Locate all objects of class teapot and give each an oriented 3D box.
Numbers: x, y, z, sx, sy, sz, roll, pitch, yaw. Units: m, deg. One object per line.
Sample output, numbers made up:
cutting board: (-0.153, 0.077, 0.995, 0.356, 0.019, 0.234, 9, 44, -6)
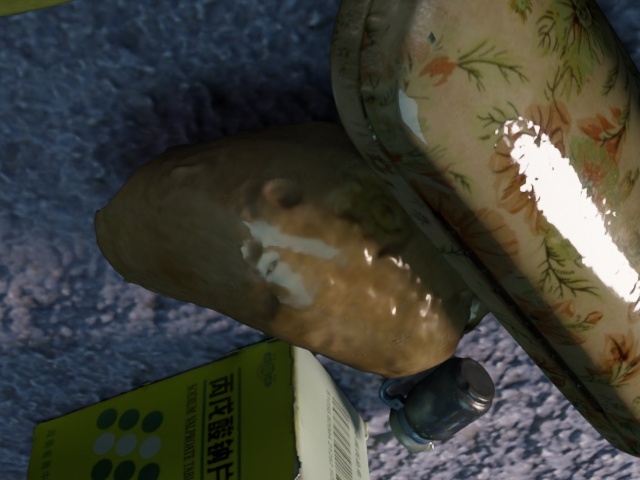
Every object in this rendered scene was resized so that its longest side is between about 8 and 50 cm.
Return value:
teapot: (0.087, 0.124, 0.873, 0.063, 0.049, 0.083, 29, 127, -27)

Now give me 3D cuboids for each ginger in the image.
ginger: (0.000, 0.000, 0.691, 0.267, 0.138, 0.152, 17, 170, -10)

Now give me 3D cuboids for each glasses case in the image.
glasses case: (0.152, -0.015, 0.669, 0.098, 0.157, 0.425, 5, 148, 45)

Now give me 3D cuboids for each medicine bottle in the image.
medicine bottle: (-0.092, 0.196, 0.874, 0.250, 0.137, 0.141, -21, 131, 17)

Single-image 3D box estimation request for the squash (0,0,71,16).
squash: (-0.183, -0.158, 0.542, 0.370, 0.118, 0.118, -11, 134, 12)
